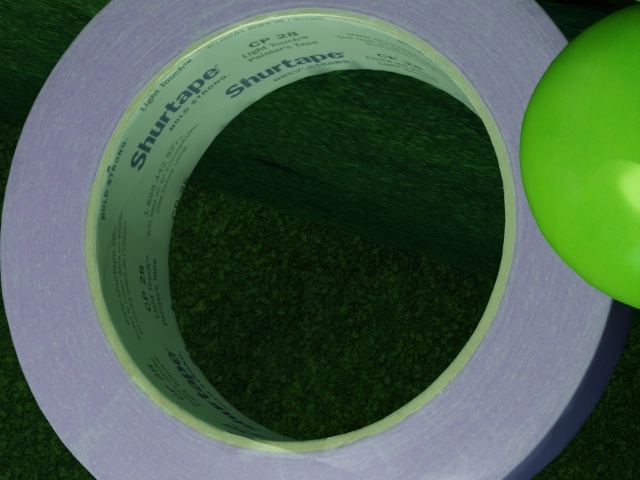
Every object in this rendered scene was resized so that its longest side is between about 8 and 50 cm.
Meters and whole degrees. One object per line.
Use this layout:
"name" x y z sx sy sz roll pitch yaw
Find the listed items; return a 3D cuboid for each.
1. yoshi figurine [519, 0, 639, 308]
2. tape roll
"yoshi figurine" 0.146 -0.030 0.432 0.203 0.203 0.362 32 180 6
"tape roll" 0.000 0.000 0.661 0.275 0.275 0.090 15 175 19
